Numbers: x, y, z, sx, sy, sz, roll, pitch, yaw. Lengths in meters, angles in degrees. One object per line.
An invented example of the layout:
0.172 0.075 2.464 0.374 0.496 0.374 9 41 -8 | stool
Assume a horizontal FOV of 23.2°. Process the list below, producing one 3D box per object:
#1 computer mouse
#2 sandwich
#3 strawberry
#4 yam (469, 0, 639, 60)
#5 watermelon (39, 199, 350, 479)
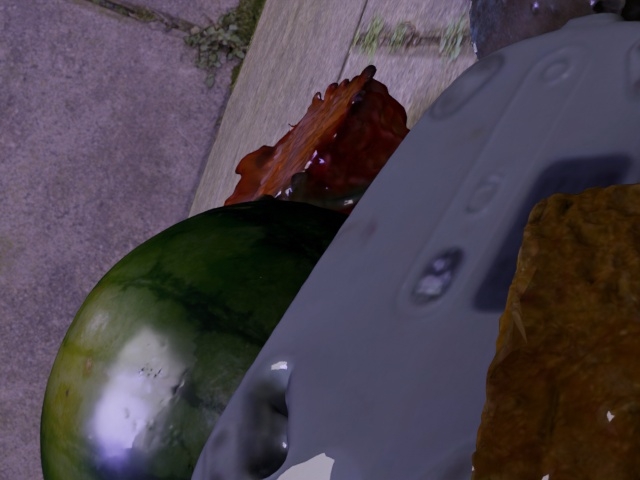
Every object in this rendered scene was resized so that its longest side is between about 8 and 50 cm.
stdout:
0.069 0.042 0.636 0.197 0.095 0.331 5 53 46 | computer mouse
0.085 0.111 0.407 0.214 0.065 0.186 66 -148 -51 | sandwich
-0.010 0.014 1.139 0.253 0.150 0.280 -51 8 -4 | strawberry
0.154 -0.151 0.702 0.259 0.106 0.106 131 156 -61 | yam
-0.026 0.099 0.810 0.242 0.242 0.242 -161 90 -79 | watermelon
